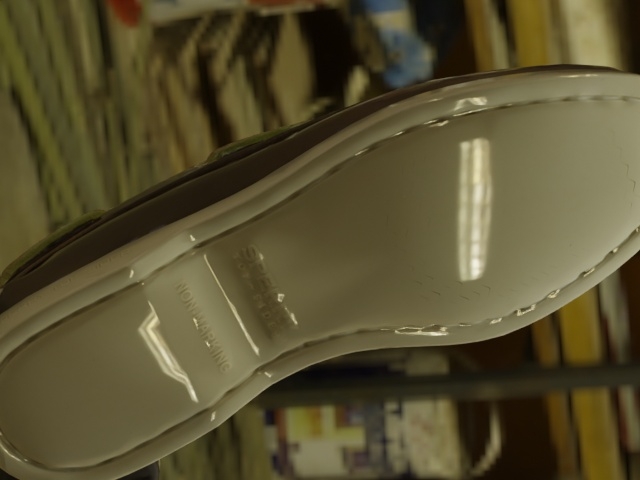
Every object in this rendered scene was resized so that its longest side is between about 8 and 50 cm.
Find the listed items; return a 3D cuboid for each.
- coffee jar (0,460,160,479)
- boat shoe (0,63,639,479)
[{"bbox_3d":[-0.149,0.118,1.092,0.184,0.096,0.079,-136,-113,-74],"label":"coffee jar"},{"bbox_3d":[0.000,0.000,0.810,0.096,0.324,0.116,-122,-172,-65],"label":"boat shoe"}]
